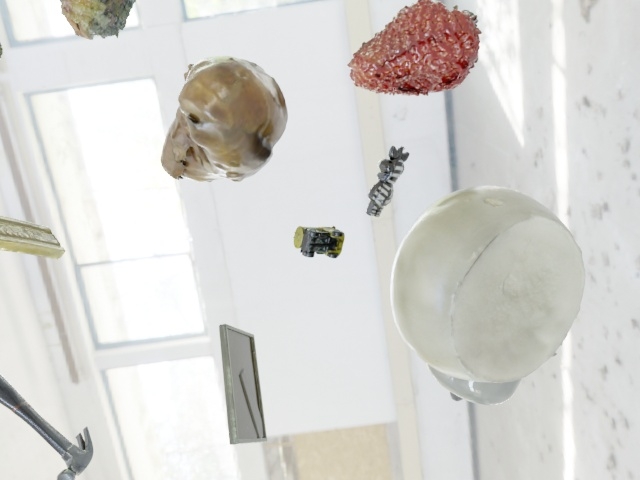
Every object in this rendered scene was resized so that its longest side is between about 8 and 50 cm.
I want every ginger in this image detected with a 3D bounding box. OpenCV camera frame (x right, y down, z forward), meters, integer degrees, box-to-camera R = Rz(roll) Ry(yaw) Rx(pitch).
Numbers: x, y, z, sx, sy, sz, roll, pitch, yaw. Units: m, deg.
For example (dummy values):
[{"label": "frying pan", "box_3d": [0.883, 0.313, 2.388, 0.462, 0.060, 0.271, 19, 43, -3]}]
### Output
[{"label": "ginger", "box_3d": [-0.135, -0.163, 0.955, 0.165, 0.172, 0.321, 65, 159, 2]}]

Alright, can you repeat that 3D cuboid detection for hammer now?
[{"label": "hammer", "box_3d": [-0.563, 0.345, 1.294, 0.290, 0.037, 0.137, 46, -168, -4]}]

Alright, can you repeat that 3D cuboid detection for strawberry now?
[{"label": "strawberry", "box_3d": [0.201, -0.349, 1.245, 0.106, 0.286, 0.188, 50, 162, 55]}]

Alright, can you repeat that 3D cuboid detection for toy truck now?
[{"label": "toy truck", "box_3d": [0.000, 0.000, 1.133, 0.054, 0.083, 0.049, 32, 114, 51]}]

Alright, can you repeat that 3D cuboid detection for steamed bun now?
[{"label": "steamed bun", "box_3d": [0.257, 0.067, 1.075, 0.206, 0.325, 0.324, 33, 136, 58]}]

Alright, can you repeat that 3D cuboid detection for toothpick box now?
[{"label": "toothpick box", "box_3d": [0.353, 0.200, 1.371, 0.229, 0.229, 0.316, -94, 25, -74]}]

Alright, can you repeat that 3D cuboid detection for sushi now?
[{"label": "sushi", "box_3d": [-0.643, -0.718, 1.924, 0.274, 0.140, 0.184, -65, -16, 1]}]

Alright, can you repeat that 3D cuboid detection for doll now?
[{"label": "doll", "box_3d": [0.188, -0.171, 1.888, 0.067, 0.091, 0.219, 35, 108, 40]}]

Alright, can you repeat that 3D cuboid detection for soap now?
[{"label": "soap", "box_3d": [-0.721, -0.010, 1.581, 0.092, 0.037, 0.252, 50, -171, 16]}]

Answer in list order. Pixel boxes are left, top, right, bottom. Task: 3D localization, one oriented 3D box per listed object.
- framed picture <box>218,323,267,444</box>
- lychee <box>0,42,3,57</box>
[{"label": "framed picture", "box_3d": [-0.137, 0.258, 1.174, 0.150, 0.015, 0.203, 44, -145, -69]}, {"label": "lychee", "box_3d": [-0.955, -0.528, 1.815, 0.114, 0.147, 0.114, 178, 90, -67]}]
